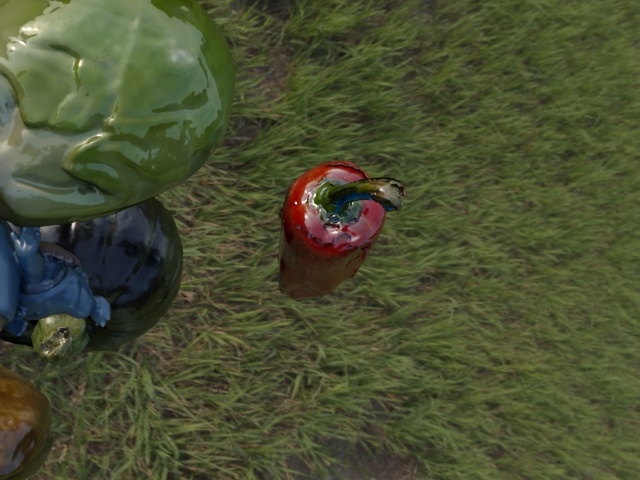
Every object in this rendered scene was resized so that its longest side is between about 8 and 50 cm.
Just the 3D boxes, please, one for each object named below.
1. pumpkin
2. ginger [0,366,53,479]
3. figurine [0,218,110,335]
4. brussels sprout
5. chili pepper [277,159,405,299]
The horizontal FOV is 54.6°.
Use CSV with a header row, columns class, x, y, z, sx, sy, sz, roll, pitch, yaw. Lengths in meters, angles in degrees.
class,x,y,z,sx,sy,sz,roll,pitch,yaw
pumpkin,-0.327,0.053,0.809,0.296,0.296,0.295,1,88,-40
ginger,-0.498,0.281,0.930,0.165,0.321,0.172,42,53,-24
figurine,-0.260,0.051,0.498,0.178,0.114,0.144,24,77,-54
brussels sprout,-0.188,-0.125,0.488,0.244,0.244,0.243,1,88,-40
chili pepper,0.000,0.000,0.693,0.110,0.387,0.110,3,71,-9
